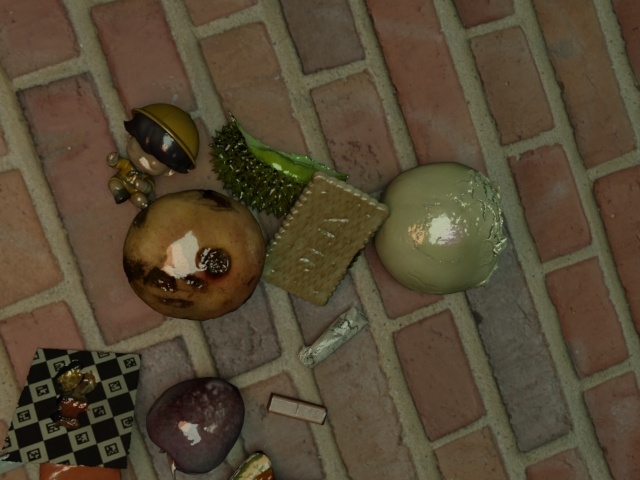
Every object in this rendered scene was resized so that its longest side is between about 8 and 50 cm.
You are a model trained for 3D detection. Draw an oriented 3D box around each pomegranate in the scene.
[{"bbox_3d":[-0.282,0.032,1.610,0.322,0.322,0.321,0,90,-11],"label":"pomegranate"}]

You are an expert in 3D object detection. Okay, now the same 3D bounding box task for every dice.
[{"bbox_3d":[-0.537,0.539,1.598,0.179,0.174,0.174,3,100,-20],"label":"dice"}]

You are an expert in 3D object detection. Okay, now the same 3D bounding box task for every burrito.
[{"bbox_3d":[0.031,0.243,1.786,0.203,0.064,0.064,-38,97,-10],"label":"burrito"}]

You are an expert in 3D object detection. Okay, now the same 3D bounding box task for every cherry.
[{"bbox_3d":[-0.293,0.432,1.660,0.266,0.184,0.213,-46,107,-23],"label":"cherry"}]

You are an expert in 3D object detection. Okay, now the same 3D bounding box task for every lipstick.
[{"bbox_3d":[-0.058,0.420,1.774,0.146,0.045,0.045,17,89,-12],"label":"lipstick"}]

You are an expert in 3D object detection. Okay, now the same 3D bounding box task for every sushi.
[{"bbox_3d":[-0.547,0.383,1.603,0.264,0.050,0.289,5,46,-7],"label":"sushi"}]

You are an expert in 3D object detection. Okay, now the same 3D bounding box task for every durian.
[{"bbox_3d":[-0.114,-0.162,1.748,0.352,0.158,0.169,24,51,-11],"label":"durian"}]

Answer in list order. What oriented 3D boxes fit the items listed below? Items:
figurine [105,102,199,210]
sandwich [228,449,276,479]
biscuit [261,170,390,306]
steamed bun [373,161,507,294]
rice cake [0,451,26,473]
[{"bbox_3d":[-0.392,-0.199,1.650,0.192,0.167,0.257,38,106,-17],"label":"figurine"},{"bbox_3d":[-0.107,0.668,1.708,0.301,0.162,0.250,21,71,19],"label":"sandwich"},{"bbox_3d":[0.000,0.000,1.716,0.217,0.044,0.324,27,114,-13],"label":"biscuit"},{"bbox_3d":[0.294,-0.026,1.749,0.312,0.233,0.333,-11,91,-12],"label":"steamed bun"},{"bbox_3d":[-0.718,0.509,1.648,0.211,0.034,0.043,-22,93,-11],"label":"rice cake"}]
